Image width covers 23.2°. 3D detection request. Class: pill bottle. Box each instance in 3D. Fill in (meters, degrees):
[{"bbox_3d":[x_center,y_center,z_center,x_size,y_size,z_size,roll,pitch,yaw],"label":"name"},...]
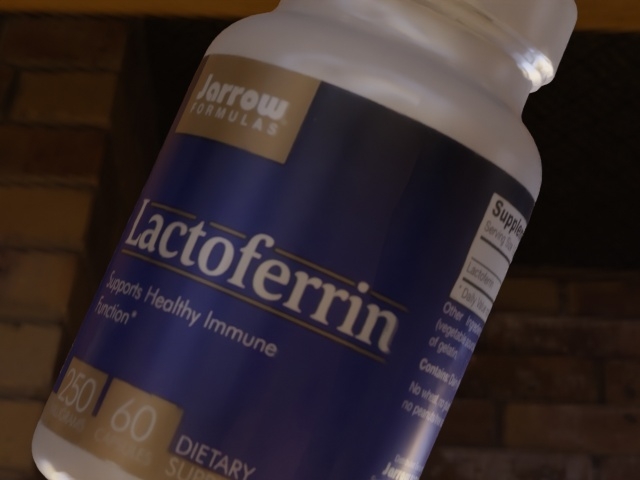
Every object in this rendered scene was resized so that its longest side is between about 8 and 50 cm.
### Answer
[{"bbox_3d":[0.000,0.000,0.647,0.153,0.264,0.153,23,174,2],"label":"pill bottle"}]
